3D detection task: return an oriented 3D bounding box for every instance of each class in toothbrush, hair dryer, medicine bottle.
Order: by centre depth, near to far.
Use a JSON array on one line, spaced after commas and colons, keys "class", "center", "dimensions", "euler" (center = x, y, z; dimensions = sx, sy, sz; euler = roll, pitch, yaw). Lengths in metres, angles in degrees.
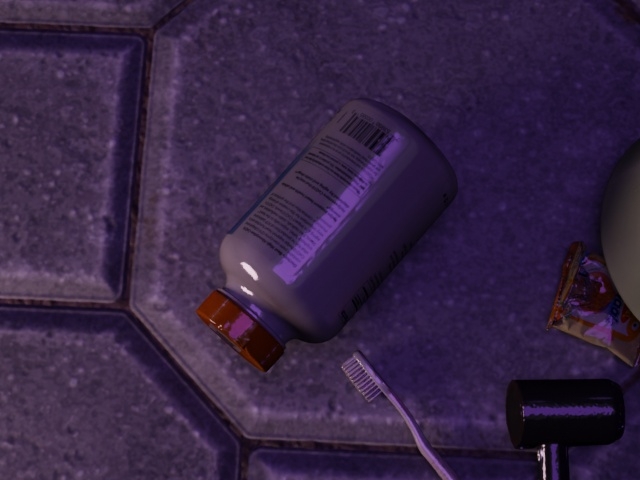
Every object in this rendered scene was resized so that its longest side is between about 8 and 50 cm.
[{"class": "hair dryer", "center": [0.259, 0.267, 1.217], "dimensions": [0.114, 0.070, 0.248], "euler": [-2, 79, 0]}, {"class": "medicine bottle", "center": [0.000, 0.000, 1.238], "dimensions": [0.157, 0.157, 0.288], "euler": [40, 79, 10]}, {"class": "toothbrush", "center": [0.125, 0.242, 1.242], "dimensions": [0.029, 0.025, 0.307], "euler": [-39, 78, -1]}]

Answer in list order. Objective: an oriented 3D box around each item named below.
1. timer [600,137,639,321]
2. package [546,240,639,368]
[{"class": "timer", "center": [0.460, -0.045, 1.151], "dimensions": [0.291, 0.315, 0.291], "euler": [2, 73, -5]}, {"class": "package", "center": [0.313, 0.069, 1.282], "dimensions": [0.121, 0.031, 0.108], "euler": [23, 77, 6]}]
